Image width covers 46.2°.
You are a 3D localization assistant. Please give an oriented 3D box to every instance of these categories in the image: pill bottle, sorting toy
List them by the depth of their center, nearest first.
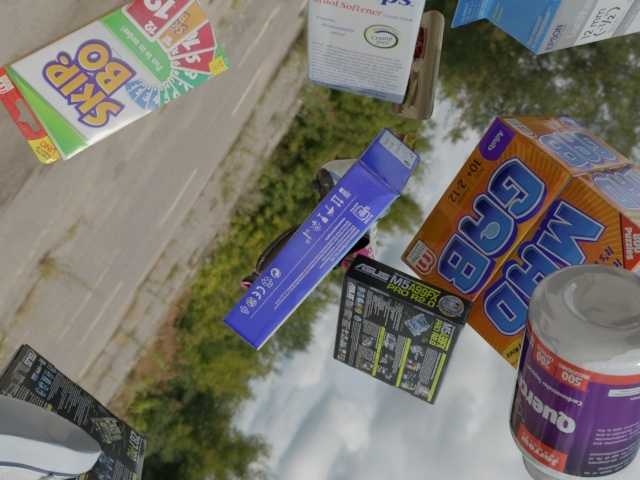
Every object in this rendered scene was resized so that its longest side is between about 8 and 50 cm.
[{"bbox_3d":[0.356,0.201,1.020,0.181,0.181,0.323,-62,156,-48],"label":"pill bottle"},{"bbox_3d":[0.185,-0.315,1.572,0.229,0.041,0.307,-131,-134,-73],"label":"sorting toy"}]

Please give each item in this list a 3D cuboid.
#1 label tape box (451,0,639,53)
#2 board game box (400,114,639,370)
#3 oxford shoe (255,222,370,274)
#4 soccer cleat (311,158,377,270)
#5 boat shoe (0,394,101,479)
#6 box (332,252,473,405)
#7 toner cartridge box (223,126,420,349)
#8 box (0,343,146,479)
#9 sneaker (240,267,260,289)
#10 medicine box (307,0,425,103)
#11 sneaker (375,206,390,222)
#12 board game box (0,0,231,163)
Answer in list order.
[{"bbox_3d":[0.403,-0.417,1.157,0.347,0.115,0.249,-17,154,-14],"label":"label tape box"},{"bbox_3d":[0.459,-0.005,1.504,0.356,0.356,0.357,-13,141,-51],"label":"board game box"},{"bbox_3d":[-0.010,0.018,1.382,0.227,0.096,0.083,-25,142,-15],"label":"oxford shoe"},{"bbox_3d":[0.097,-0.038,1.786,0.143,0.331,0.116,-22,-174,-21],"label":"soccer cleat"},{"bbox_3d":[-0.399,0.266,0.836,0.156,0.135,0.367,-58,158,-4],"label":"boat shoe"},{"bbox_3d":[0.137,0.165,1.344,0.060,0.216,0.270,-56,161,-37],"label":"box"},{"bbox_3d":[0.000,0.000,1.117,0.348,0.075,0.165,-49,-179,30],"label":"toner cartridge box"},{"bbox_3d":[-0.455,0.366,1.289,0.097,0.318,0.395,-48,-165,3],"label":"box"},{"bbox_3d":[-0.112,0.113,1.446,0.057,0.119,0.047,-26,166,-34],"label":"sneaker"},{"bbox_3d":[0.082,-0.384,1.021,0.289,0.149,0.264,91,12,-67],"label":"medicine box"},{"bbox_3d":[0.059,-0.071,1.307,0.121,0.079,0.217,-38,-168,22],"label":"sneaker"},{"bbox_3d":[-0.246,-0.202,0.895,0.259,0.124,0.039,-32,-153,-11],"label":"board game box"}]
